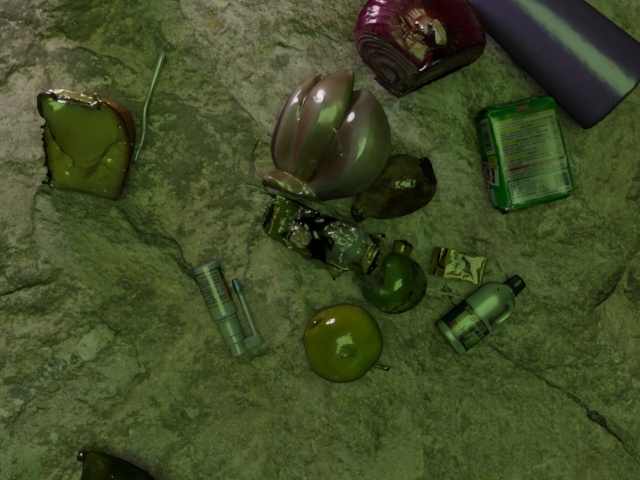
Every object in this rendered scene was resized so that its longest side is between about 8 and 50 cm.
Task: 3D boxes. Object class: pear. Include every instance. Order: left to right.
[{"bbox_3d":[0.065,0.244,1.709,0.216,0.166,0.180,43,75,-24],"label":"pear"}]

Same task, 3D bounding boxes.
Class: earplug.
[{"bbox_3d":[0.504,-0.472,1.696,0.456,0.215,0.215,42,89,1],"label":"earplug"}]

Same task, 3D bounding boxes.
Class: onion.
[{"bbox_3d":[0.212,-0.459,1.667,0.256,0.272,0.230,-24,79,-35],"label":"onion"}]

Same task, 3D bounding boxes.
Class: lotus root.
[{"bbox_3d":[0.161,-0.114,1.717,0.214,0.138,0.138,-26,92,4],"label":"lotus root"}]

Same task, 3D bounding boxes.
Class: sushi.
[{"bbox_3d":[0.001,0.001,1.702,0.291,0.131,0.139,22,86,7],"label":"sushi"}]

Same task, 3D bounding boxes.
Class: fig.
[{"bbox_3d":[-0.455,0.555,1.670,0.195,0.195,0.244,-30,72,-2],"label":"fig"}]

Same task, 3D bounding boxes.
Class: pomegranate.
[{"bbox_3d":[0.182,0.090,1.712,0.122,0.143,0.169,30,78,27],"label":"pomegranate"}]

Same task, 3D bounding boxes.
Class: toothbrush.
[{"bbox_3d":[-0.391,-0.305,1.737,0.026,0.022,0.262,17,90,-15],"label":"toothbrush"}]

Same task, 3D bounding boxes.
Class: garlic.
[{"bbox_3d":[0.019,-0.223,1.679,0.279,0.132,0.325,32,101,15],"label":"garlic"}]

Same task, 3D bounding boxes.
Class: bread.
[{"bbox_3d":[-0.499,-0.222,1.666,0.204,0.162,0.262,16,132,-4],"label":"bread"}]

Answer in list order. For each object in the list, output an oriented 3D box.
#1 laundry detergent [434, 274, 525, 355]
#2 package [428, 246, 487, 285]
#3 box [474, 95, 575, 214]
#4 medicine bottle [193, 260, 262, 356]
[{"bbox_3d":[0.379,0.161,1.758,0.226,0.070,0.099,-38,89,-3],"label":"laundry detergent"},{"bbox_3d":[0.317,0.058,1.764,0.131,0.047,0.071,10,93,-1],"label":"package"},{"bbox_3d":[0.465,-0.196,1.742,0.180,0.103,0.249,-13,93,-2],"label":"box"},{"bbox_3d":[-0.209,0.151,1.737,0.092,0.061,0.220,-22,93,-21],"label":"medicine bottle"}]
